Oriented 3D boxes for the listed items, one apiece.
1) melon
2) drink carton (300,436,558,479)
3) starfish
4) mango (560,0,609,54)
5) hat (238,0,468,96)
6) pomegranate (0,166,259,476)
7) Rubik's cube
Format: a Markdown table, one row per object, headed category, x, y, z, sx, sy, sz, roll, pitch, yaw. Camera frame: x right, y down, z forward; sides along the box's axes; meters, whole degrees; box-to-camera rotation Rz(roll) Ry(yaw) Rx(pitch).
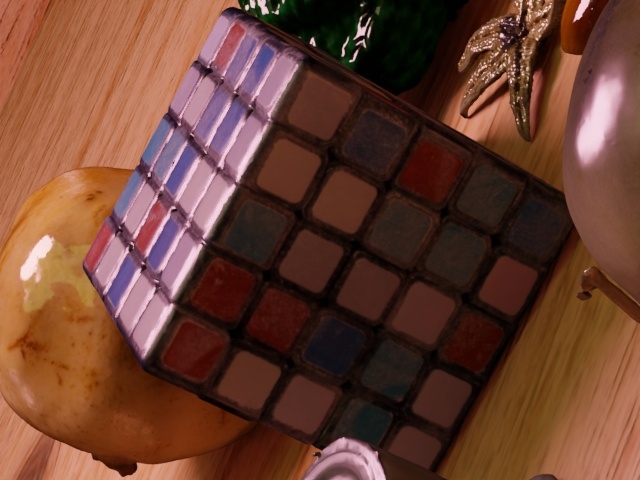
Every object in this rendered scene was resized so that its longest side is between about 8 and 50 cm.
| category | x | y | z | sx | sy | sz | roll | pitch | yaw |
| --- | --- | --- | --- | --- | --- | --- | --- | --- | --- |
| melon | 0.278 | -0.074 | 1.116 | 0.272 | 0.271 | 0.308 | 5 | 76 | 66 |
| drink carton | 0.078 | 0.246 | 1.288 | 0.191 | 0.189 | 0.185 | -59 | 28 | 11 |
| starfish | 0.186 | -0.184 | 1.704 | 0.223 | 0.050 | 0.217 | 131 | 151 | -58 |
| mango | 0.249 | -0.215 | 1.582 | 0.127 | 0.063 | 0.077 | -65 | 27 | 8 |
| hat | 0.045 | -0.202 | 1.872 | 0.274 | 0.242 | 0.332 | 114 | 150 | -68 |
| pomegranate | -0.185 | 0.081 | 1.878 | 0.332 | 0.332 | 0.333 | -47 | 27 | 33 |
| Rubik's cube | 0.000 | 0.000 | 1.592 | 0.287 | 0.292 | 0.293 | -61 | 24 | 6 |
